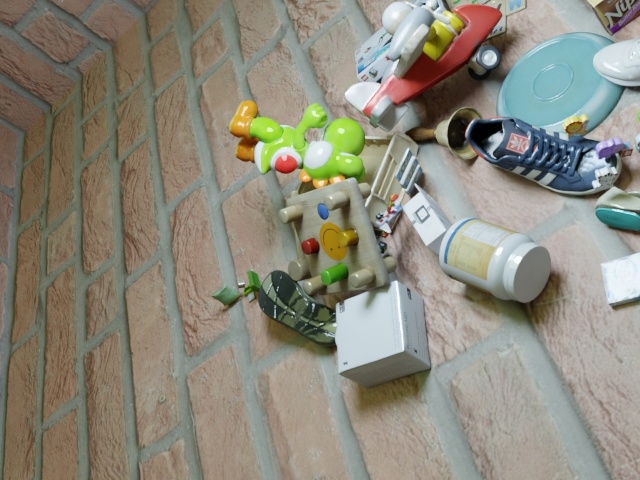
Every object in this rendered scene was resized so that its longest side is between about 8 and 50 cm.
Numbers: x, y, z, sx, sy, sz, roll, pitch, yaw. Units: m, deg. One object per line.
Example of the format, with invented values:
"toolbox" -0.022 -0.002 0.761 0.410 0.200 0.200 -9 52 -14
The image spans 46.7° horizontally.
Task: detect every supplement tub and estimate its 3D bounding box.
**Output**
"supplement tub" 0.367 0.041 1.568 0.199 0.144 0.144 25 83 48

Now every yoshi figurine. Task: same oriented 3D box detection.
"yoshi figurine" -0.036 -0.258 1.907 0.362 0.203 0.203 19 106 18

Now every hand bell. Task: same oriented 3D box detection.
"hand bell" 0.295 -0.272 1.887 0.242 0.126 0.126 14 75 60

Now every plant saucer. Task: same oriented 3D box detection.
"plant saucer" 0.547 -0.361 1.731 0.317 0.043 0.318 -23 51 32

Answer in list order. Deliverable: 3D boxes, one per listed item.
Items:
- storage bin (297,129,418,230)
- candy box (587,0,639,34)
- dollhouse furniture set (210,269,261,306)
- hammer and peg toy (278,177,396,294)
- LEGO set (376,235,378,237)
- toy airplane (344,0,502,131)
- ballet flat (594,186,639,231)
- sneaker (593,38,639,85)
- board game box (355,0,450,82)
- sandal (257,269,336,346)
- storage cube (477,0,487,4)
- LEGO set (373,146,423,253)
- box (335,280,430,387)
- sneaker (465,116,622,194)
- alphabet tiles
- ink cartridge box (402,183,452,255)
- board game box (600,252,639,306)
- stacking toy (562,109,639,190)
"storage bin" 0.096 -0.169 1.970 0.262 0.123 0.260 10 72 46
"candy box" 0.703 -0.561 1.660 0.186 0.109 0.053 -35 46 21
"dollhouse furniture set" -0.235 0.152 2.113 0.151 0.076 0.059 -36 45 20
"hammer and peg toy" 0.000 0.000 1.775 0.361 0.127 0.266 -12 98 52
"LEGO set" 0.130 0.007 1.902 0.083 0.023 0.054 31 88 48
"toy airplane" 0.222 -0.456 1.848 0.386 0.384 0.272 -30 90 47
"ballet flat" 0.645 -0.048 1.421 0.248 0.086 0.086 31 87 49
"sneaker" 0.705 -0.397 1.516 0.305 0.152 0.114 10 66 43
"board game box" 0.229 -0.585 2.115 0.305 0.053 0.193 -36 29 24
"sandal" -0.052 0.187 1.923 0.302 0.086 0.120 36 85 34
"storage cube" 0.431 -0.787 1.968 0.183 0.215 0.193 -30 54 25
"LEGO set" 0.196 -0.085 1.807 0.060 0.182 0.244 24 86 20
"box" 0.139 0.216 1.691 0.182 0.119 0.181 -24 51 31
"sneaker" 0.463 -0.191 1.599 0.350 0.148 0.131 19 91 43
"alphabet tiles" 0.435 -0.676 2.056 0.285 0.011 0.343 -15 56 37
"ink cartridge box" 0.262 -0.042 1.749 0.060 0.104 0.180 -42 43 17
"board game box" 0.594 0.074 1.429 0.090 0.020 0.090 -20 53 33
"stacking toy" 0.619 -0.194 1.484 0.221 0.052 0.167 -10 54 -1
